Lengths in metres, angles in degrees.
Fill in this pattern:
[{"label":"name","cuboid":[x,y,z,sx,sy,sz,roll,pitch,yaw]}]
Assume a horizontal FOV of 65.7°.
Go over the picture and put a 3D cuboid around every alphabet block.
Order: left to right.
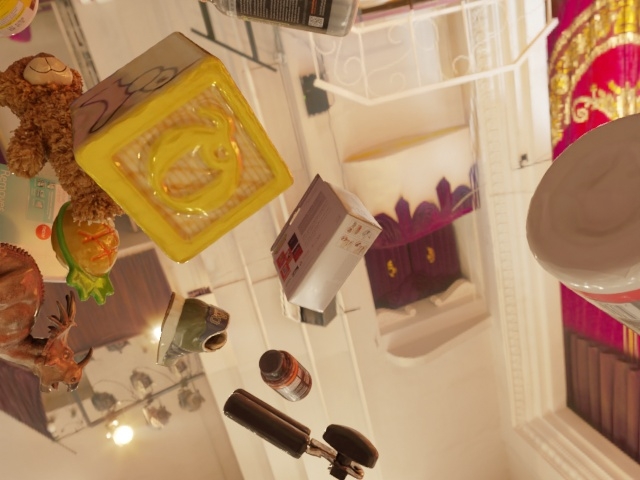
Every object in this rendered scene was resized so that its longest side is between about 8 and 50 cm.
[{"label":"alphabet block","cuboid":[-0.182,-0.125,0.642,0.192,0.193,0.197,-37,-141,-2]}]

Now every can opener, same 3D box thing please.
[{"label":"can opener","cuboid":[-0.036,0.338,0.881,0.280,0.093,0.074,25,175,3]}]

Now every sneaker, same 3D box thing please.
[{"label":"sneaker","cuboid":[-0.172,0.135,0.678,0.086,0.192,0.064,15,-124,-11]}]

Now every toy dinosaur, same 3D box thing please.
[{"label":"toy dinosaur","cuboid":[-0.452,0.089,0.727,0.200,0.296,0.127,-6,-144,-25]}]

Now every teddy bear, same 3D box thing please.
[{"label":"teddy bear","cuboid":[-0.382,-0.176,0.791,0.245,0.338,0.113,-19,163,-18]}]

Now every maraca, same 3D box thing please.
[{"label":"maraca","cuboid":[-0.396,0.018,0.842,0.099,0.186,0.127,-21,160,13]}]

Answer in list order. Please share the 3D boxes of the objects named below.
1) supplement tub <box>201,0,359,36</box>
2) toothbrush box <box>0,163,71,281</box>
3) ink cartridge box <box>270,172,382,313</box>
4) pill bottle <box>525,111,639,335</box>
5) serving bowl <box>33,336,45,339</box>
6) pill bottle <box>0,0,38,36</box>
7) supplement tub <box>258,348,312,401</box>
[{"label":"supplement tub","cuboid":[-0.081,-0.513,0.945,0.316,0.193,0.193,7,-161,-6]},{"label":"toothbrush box","cuboid":[-0.610,-0.028,0.977,0.126,0.216,0.295,-2,171,32]},{"label":"ink cartridge box","cuboid":[0.000,0.000,1.448,0.130,0.309,0.272,22,-158,-30]},{"label":"pill bottle","cuboid":[0.377,0.026,0.500,0.176,0.318,0.176,-44,-151,33]},{"label":"serving bowl","cuboid":[-0.588,0.228,1.061,0.083,0.083,0.027,11,-112,49]},{"label":"pill bottle","cuboid":[-0.491,-0.371,0.662,0.117,0.117,0.215,-13,178,1]},{"label":"supplement tub","cuboid":[-0.101,0.371,1.380,0.106,0.198,0.106,-11,-127,15]}]
